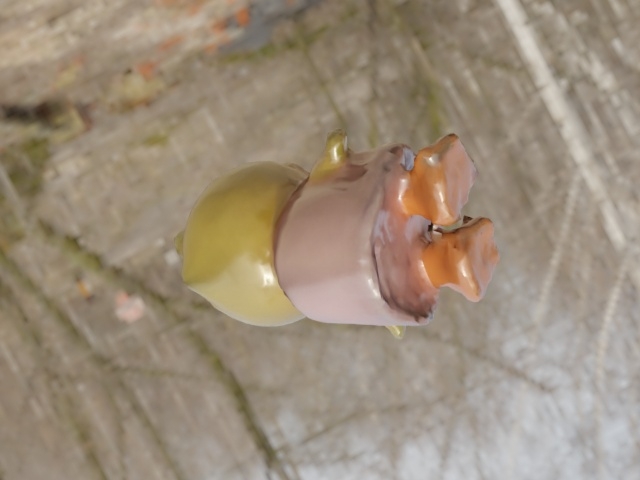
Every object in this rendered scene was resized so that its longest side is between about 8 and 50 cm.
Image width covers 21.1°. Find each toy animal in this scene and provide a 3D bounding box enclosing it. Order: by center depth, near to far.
[{"bbox_3d":[-0.004,0.002,1.453,0.281,0.195,0.169,3,-150,39],"label":"toy animal"}]
